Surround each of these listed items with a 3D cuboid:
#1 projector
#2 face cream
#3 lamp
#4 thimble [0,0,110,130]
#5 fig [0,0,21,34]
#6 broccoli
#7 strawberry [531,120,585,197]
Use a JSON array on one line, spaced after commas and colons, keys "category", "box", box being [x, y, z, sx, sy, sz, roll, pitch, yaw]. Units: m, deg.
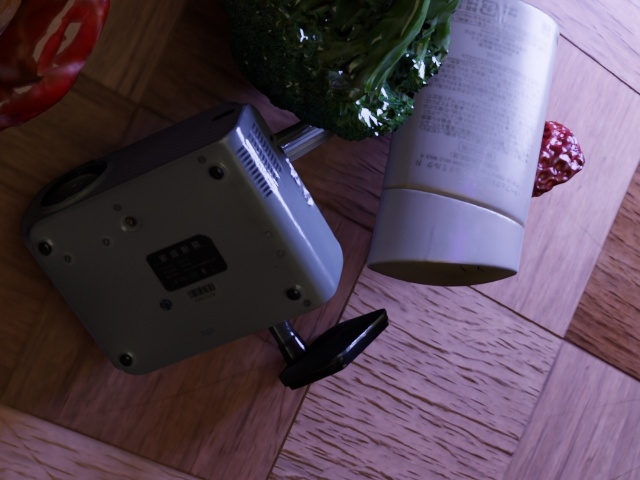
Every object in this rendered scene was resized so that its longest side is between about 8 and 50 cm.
[{"category": "projector", "box": [-0.134, 0.002, 1.200, 0.198, 0.250, 0.108, 60, 23, -24]}, {"category": "face cream", "box": [0.164, -0.111, 1.389, 0.173, 0.081, 0.348, 16, 73, -13]}, {"category": "lamp", "box": [-0.006, -0.001, 1.365, 0.203, 0.124, 0.283, -37, 113, -44]}, {"category": "thimble", "box": [-0.348, -0.253, 1.032, 0.350, 0.230, 0.350, -4, 99, -30]}, {"category": "fig", "box": [-0.300, -0.196, 0.838, 0.205, 0.205, 0.205, -5, 100, -30]}, {"category": "broccoli", "box": [0.025, -0.253, 1.236, 0.308, 0.275, 0.308, 23, 48, -28]}, {"category": "strawberry", "box": [0.223, -0.084, 1.466, 0.188, 0.121, 0.082, -33, 107, -20]}]
